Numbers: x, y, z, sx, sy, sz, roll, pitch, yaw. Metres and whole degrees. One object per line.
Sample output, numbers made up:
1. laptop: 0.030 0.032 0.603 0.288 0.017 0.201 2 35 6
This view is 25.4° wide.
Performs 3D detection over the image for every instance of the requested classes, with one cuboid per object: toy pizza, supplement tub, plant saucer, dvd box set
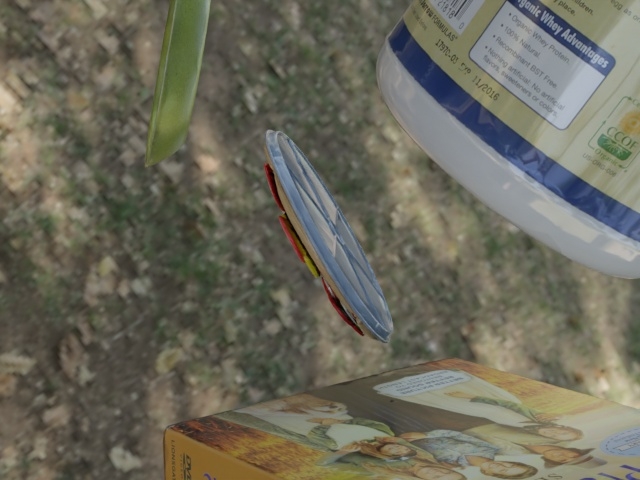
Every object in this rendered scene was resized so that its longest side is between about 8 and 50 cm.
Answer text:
1. toy pizza: 0.000 0.000 1.174 0.201 0.032 0.201 58 9 -14
2. supplement tub: 0.204 -0.160 0.833 0.228 0.316 0.228 31 20 -13
3. plant saucer: -0.142 -0.190 1.447 0.037 0.241 0.241 10 51 -9
4. dvd box set: 0.120 0.174 1.024 0.308 0.420 0.062 -9 102 -34
